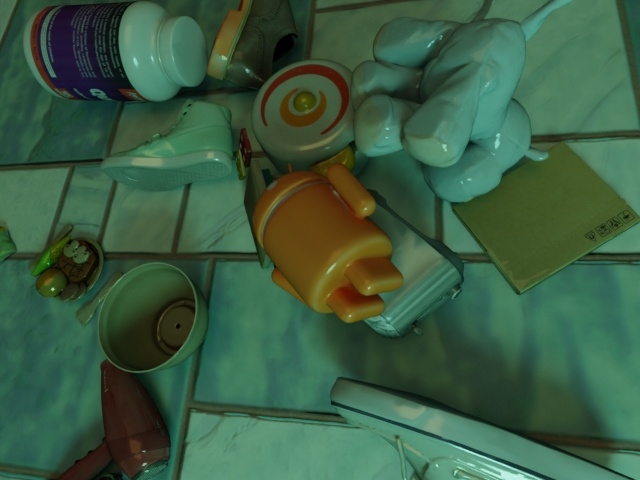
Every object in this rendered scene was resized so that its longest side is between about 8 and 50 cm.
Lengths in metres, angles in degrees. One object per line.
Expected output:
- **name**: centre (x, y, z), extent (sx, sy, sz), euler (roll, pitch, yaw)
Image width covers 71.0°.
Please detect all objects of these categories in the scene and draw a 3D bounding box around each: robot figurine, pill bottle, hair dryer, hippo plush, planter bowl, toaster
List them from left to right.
- **hair dryer**: centre (-0.328, 0.321, 0.665), extent (0.223, 0.080, 0.294), euler (2, 70, 15)
- **pill bottle**: centre (-0.398, -0.370, 0.891), extent (0.322, 0.181, 0.182), euler (6, 71, 16)
- **planter bowl**: centre (-0.243, 0.126, 0.702), extent (0.162, 0.109, 0.162), euler (-4, 69, 12)
- **robot figurine**: centre (-0.001, 0.002, 0.553), extent (0.128, 0.158, 0.219), euler (-32, 58, -17)
- **toaster**: centre (0.082, 0.033, 0.648), extent (0.146, 0.129, 0.227), euler (-46, 65, -3)
- **hippo plush**: centre (0.196, -0.192, 0.652), extent (0.294, 0.236, 0.234), euler (-49, 50, 4)

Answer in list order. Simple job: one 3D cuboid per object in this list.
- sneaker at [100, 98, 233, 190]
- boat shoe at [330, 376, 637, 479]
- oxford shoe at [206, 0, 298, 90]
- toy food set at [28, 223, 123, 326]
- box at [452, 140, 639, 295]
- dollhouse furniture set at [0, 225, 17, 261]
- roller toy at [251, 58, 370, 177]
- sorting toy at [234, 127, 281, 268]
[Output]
- **sneaker**: centre (-0.279, -0.183, 0.842), extent (0.255, 0.094, 0.151), euler (-5, 66, 11)
- **boat shoe**: centre (0.170, 0.290, 0.536), extent (0.367, 0.136, 0.156), euler (18, 78, 10)
- **oxford shoe**: centre (-0.106, -0.440, 0.902), extent (0.132, 0.130, 0.364), euler (22, 66, -13)
- **toy food set**: centre (-0.460, 0.052, 0.822), extent (0.192, 0.038, 0.132), euler (34, 80, 23)
- **box**: centre (0.330, -0.038, 0.671), extent (0.201, 0.021, 0.164), euler (-32, 65, 1)
- **dollhouse furniture set**: centre (-0.685, 0.031, 0.876), extent (0.151, 0.058, 0.076), euler (-40, 66, -3)
- **roller toy**: centre (-0.012, -0.190, 0.746), extent (0.191, 0.146, 0.209), euler (13, 74, 19)
- **sorting toy**: centre (-0.085, -0.049, 0.727), extent (0.046, 0.132, 0.275), euler (-11, 67, -20)
